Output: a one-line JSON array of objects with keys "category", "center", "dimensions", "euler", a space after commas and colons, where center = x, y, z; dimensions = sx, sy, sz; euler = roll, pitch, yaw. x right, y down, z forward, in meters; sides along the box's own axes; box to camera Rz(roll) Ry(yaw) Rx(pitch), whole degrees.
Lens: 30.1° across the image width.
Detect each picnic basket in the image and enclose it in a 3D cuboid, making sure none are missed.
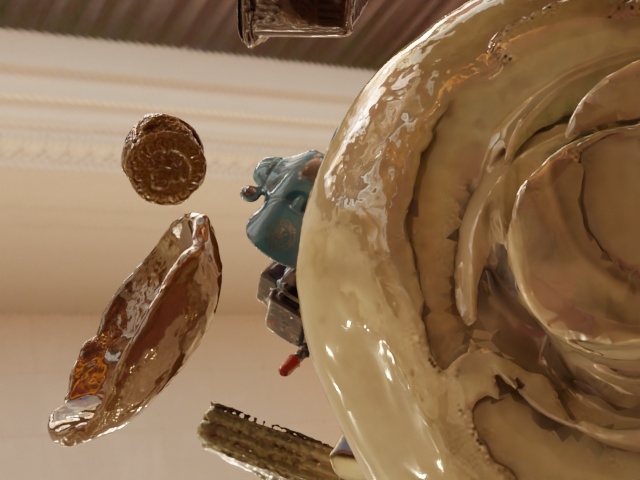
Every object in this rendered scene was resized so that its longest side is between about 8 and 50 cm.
[{"category": "picnic basket", "center": [-0.003, -0.367, 1.353], "dimensions": [0.129, 0.297, 0.222], "euler": [12, -141, 9]}]

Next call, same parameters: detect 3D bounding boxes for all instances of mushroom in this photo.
[{"category": "mushroom", "center": [0.107, 0.012, 0.383], "dimensions": [0.202, 0.246, 0.246], "euler": [34, -145, -66]}]

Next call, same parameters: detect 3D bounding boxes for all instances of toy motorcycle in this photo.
[{"category": "toy motorcycle", "center": [0.000, 0.000, 1.104], "dimensions": [0.123, 0.272, 0.182], "euler": [31, -132, 18]}]

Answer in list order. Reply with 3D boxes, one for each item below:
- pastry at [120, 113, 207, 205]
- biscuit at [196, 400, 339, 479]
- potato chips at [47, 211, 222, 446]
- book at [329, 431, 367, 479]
[{"category": "pastry", "center": [-0.184, -0.096, 1.398], "dimensions": [0.097, 0.109, 0.057], "euler": [-18, -151, 2]}, {"category": "biscuit", "center": [-0.032, 0.211, 1.137], "dimensions": [0.150, 0.252, 0.052], "euler": [19, -102, 6]}, {"category": "potato chips", "center": [-0.134, 0.076, 0.923], "dimensions": [0.062, 0.195, 0.208], "euler": [31, -99, -17]}, {"category": "book", "center": [0.192, 0.024, 0.701], "dimensions": [0.374, 0.262, 0.028], "euler": [-55, -43, -49]}]
